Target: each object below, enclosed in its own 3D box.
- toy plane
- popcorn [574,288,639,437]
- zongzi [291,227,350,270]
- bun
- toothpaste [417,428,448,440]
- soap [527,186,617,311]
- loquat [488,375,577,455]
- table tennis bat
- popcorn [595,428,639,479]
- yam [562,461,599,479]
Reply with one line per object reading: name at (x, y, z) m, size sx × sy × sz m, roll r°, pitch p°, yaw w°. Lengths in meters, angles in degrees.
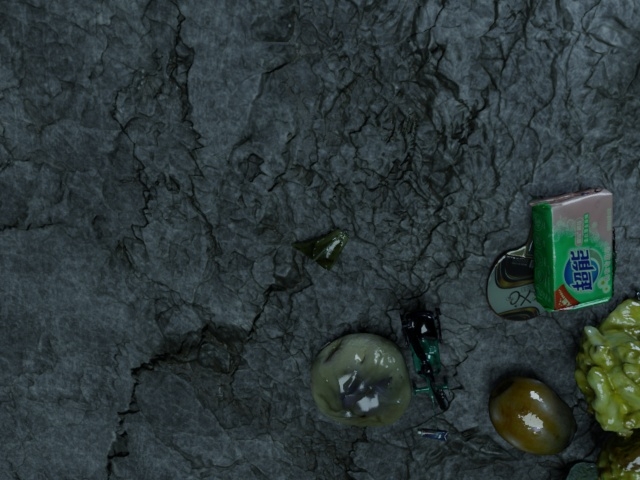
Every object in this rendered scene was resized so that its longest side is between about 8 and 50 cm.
toy plane at (0.264, 0.302, 1.470) m, size 0.106 × 0.155 × 0.382 m, roll -8°, pitch 126°, yaw 9°
popcorn at (0.717, 0.308, 1.364) m, size 0.293 × 0.293 × 0.237 m, roll 32°, pitch 130°, yaw -6°
zongzi at (0.000, 0.000, 1.441) m, size 0.119 × 0.055 × 0.109 m, roll 32°, pitch 108°, yaw 6°
bun at (0.103, 0.373, 1.503) m, size 0.272 × 0.168 × 0.273 m, roll 1°, pitch 111°, yaw 2°
toothpaste at (0.308, 0.533, 1.616) m, size 0.083 × 0.019 × 0.027 m, roll 8°, pitch 87°, yaw 3°
soap at (0.569, 0.018, 1.338) m, size 0.217 × 0.098 × 0.273 m, roll -11°, pitch 108°, yaw -6°
loquat at (0.532, 0.444, 1.478) m, size 0.227 × 0.179 × 0.179 m, roll 41°, pitch 109°, yaw -5°
table tennis bat at (0.503, 0.062, 1.419) m, size 0.173 × 0.022 × 0.301 m, roll 9°, pitch 112°, yaw 1°
popcorn at (0.819, 0.572, 1.411) m, size 0.282 × 0.282 × 0.247 m, roll 8°, pitch 144°, yaw 4°
yam at (0.738, 0.806, 1.558) m, size 0.241 × 0.241 × 0.348 m, roll 1°, pitch 113°, yaw 6°
